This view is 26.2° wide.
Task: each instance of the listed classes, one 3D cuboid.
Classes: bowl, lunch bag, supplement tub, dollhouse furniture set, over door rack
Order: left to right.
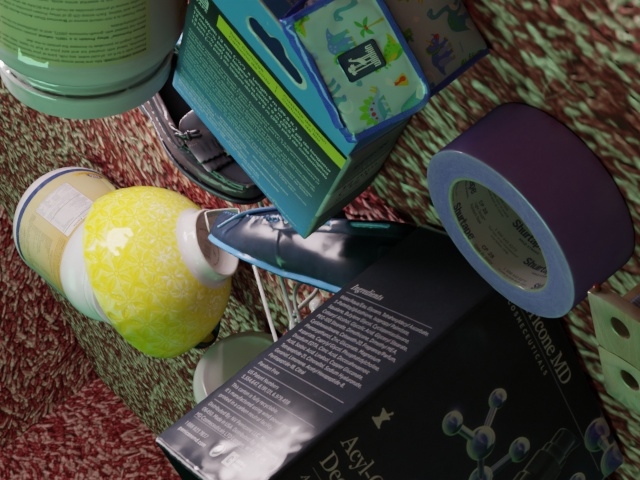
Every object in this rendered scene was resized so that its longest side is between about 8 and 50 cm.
[{"bbox_3d":[-0.259,-0.314,1.470,0.235,0.235,0.324,42,147,28],"label":"supplement tub"},{"bbox_3d":[-0.408,0.014,2.549,0.316,0.228,0.228,32,153,46],"label":"supplement tub"},{"bbox_3d":[-0.226,0.030,2.197,0.156,0.289,0.289,-22,110,28],"label":"bowl"},{"bbox_3d":[-0.113,0.300,2.427,0.191,0.191,0.272,42,159,28],"label":"supplement tub"},{"bbox_3d":[-0.055,0.033,1.955,0.324,0.108,0.239,61,164,19],"label":"over door rack"},{"bbox_3d":[0.051,-0.176,1.194,0.128,0.151,0.096,59,161,-19],"label":"lunch bag"},{"bbox_3d":[0.323,0.083,1.055,0.184,0.129,0.129,36,156,44],"label":"dollhouse furniture set"}]

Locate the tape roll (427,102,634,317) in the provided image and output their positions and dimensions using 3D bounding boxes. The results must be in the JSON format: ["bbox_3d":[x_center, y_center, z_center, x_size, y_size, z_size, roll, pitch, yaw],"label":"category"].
[{"bbox_3d":[0.189,-0.027,1.258,0.189,0.080,0.189,45,160,22],"label":"tape roll"}]

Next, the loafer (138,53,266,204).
[{"bbox_3d":[-0.172,-0.172,1.832,0.302,0.109,0.095,48,158,23],"label":"loafer"}]

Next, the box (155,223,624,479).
[{"bbox_3d":[0.082,0.226,1.482,0.212,0.395,0.293,20,144,57],"label":"box"}]

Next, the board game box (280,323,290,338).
[{"bbox_3d":[-0.033,0.224,2.173,0.060,0.194,0.194,23,-163,-20],"label":"board game box"}]

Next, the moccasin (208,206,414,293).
[{"bbox_3d":[0.000,0.000,1.715,0.342,0.116,0.138,16,177,43],"label":"moccasin"}]

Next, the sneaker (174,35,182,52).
[{"bbox_3d":[-0.181,-0.249,1.749,0.162,0.073,0.063,35,155,43],"label":"sneaker"}]

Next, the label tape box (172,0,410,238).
[{"bbox_3d":[-0.030,-0.172,1.471,0.249,0.115,0.347,50,159,7],"label":"label tape box"}]

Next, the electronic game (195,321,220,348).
[{"bbox_3d":[-0.237,0.078,2.371,0.229,0.048,0.229,54,-157,-35],"label":"electronic game"}]
